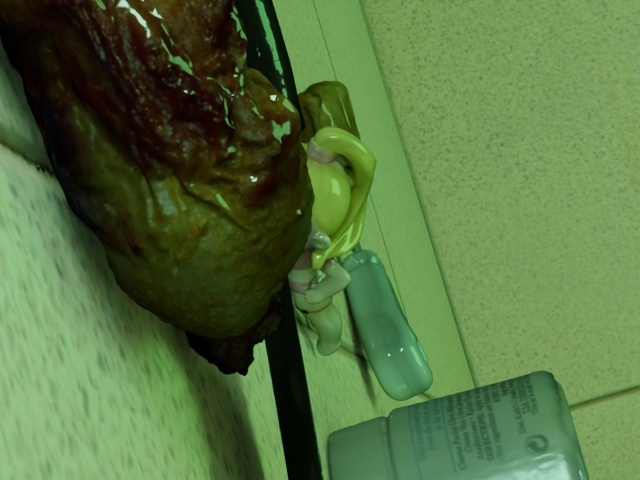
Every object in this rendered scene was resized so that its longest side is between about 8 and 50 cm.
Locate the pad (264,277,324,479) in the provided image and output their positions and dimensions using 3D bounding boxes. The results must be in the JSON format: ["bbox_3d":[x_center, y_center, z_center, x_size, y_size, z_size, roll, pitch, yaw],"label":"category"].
[{"bbox_3d":[-0.006,0.116,0.776,0.127,0.004,0.190,110,-28,-72],"label":"pad"}]

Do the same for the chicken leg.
[{"bbox_3d":[-0.070,-0.056,0.633,0.322,0.083,0.177,67,-10,-25],"label":"chicken leg"}]

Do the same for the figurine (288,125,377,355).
[{"bbox_3d":[0.000,0.000,1.089,0.187,0.083,0.083,80,-1,-47],"label":"figurine"}]

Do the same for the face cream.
[{"bbox_3d":[0.102,0.184,1.085,0.177,0.153,0.177,-17,90,-82],"label":"face cream"}]

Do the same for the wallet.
[{"bbox_3d":[-0.060,-0.182,1.175,0.149,0.044,0.250,46,27,-85],"label":"wallet"}]

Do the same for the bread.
[{"bbox_3d":[0.001,-0.090,1.384,0.132,0.053,0.074,-52,124,-80],"label":"bread"}]

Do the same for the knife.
[{"bbox_3d":[0.025,-0.006,1.469,0.080,0.044,0.331,52,15,-53],"label":"knife"}]
